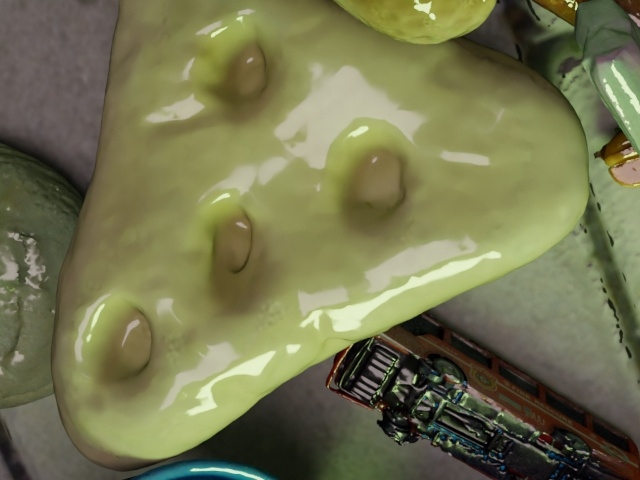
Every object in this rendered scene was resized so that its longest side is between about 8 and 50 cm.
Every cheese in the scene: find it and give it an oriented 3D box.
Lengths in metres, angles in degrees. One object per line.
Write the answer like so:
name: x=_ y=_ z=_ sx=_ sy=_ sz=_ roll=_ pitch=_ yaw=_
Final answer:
cheese: x=0.000 y=0.000 z=0.893 sx=0.328 sy=0.129 sz=0.351 roll=11 pitch=87 yaw=7

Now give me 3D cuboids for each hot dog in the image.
hot dog: x=0.250 y=-0.075 z=0.923 sx=0.133 sy=0.041 sz=0.056 roll=-17 pitch=122 yaw=11

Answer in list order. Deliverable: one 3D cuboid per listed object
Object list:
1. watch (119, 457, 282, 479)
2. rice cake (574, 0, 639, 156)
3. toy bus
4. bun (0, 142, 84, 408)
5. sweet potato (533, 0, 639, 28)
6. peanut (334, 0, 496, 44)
watch: x=-0.087 y=0.309 z=0.905 sx=0.274 sy=0.305 sz=0.241 roll=18 pitch=156 yaw=-25
rice cake: x=0.226 y=-0.052 z=0.865 sx=0.042 sy=0.080 sz=0.222 roll=-29 pitch=120 yaw=15
toy bus: x=0.120 y=0.124 z=0.975 sx=0.234 sy=0.096 sz=0.074 roll=32 pitch=112 yaw=-3
bun: x=-0.257 y=0.028 z=0.992 sx=0.221 sy=0.108 sz=0.221 roll=2 pitch=108 yaw=7
sweet potato: x=0.215 y=-0.147 z=0.883 sx=0.255 sy=0.078 sz=0.058 roll=17 pitch=83 yaw=-6
peanut: x=-0.002 y=-0.193 z=0.809 sx=0.236 sy=0.110 sz=0.120 roll=32 pitch=100 yaw=2
